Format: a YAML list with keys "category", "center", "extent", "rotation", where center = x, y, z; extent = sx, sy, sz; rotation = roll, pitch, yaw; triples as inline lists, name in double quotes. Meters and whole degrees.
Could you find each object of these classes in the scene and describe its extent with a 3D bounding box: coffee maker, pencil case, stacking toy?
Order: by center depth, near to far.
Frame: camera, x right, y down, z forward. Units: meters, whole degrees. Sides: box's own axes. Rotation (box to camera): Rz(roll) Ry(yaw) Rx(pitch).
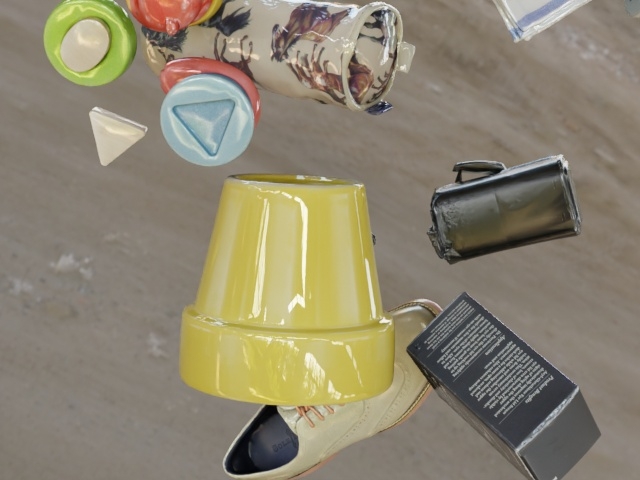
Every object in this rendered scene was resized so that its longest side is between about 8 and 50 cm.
- category: "coffee maker"
  center: [0.241, -0.031, 1.508]
  extent: [0.171, 0.178, 0.120]
  rotation: [-74, 145, -56]
- category: "stacking toy"
  center: [-0.240, -0.227, 1.610]
  extent: [0.130, 0.279, 0.309]
  rotation: [-77, 149, -66]
- category: "pencil case"
  center: [-0.075, -0.290, 1.730]
  extent: [0.410, 0.160, 0.183]
  rotation: [14, -2, 32]

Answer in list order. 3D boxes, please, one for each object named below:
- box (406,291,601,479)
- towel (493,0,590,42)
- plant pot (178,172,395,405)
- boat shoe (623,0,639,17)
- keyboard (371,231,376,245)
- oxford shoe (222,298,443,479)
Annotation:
- category: "box"
  center: [0.226, 0.187, 1.446]
  extent: [0.207, 0.108, 0.153]
  rotation: [42, -7, 36]
- category: "towel"
  center: [0.295, -0.445, 1.647]
  extent: [0.285, 0.209, 0.034]
  rotation: [60, -4, 2]
- category: "plant pot"
  center: [-0.034, 0.047, 1.371]
  extent: [0.253, 0.239, 0.254]
  rotation: [3, 8, 0]
- category: "boat shoe"
  center: [0.500, -0.365, 1.625]
  extent: [0.075, 0.083, 0.226]
  rotation: [-8, 2, -11]
- category: "keyboard"
  center: [0.000, 0.000, 2.071]
  extent: [0.201, 0.033, 0.317]
  rotation: [-19, 26, -8]
- category: "oxford shoe"
  center: [0.023, 0.228, 1.641]
  extent: [0.140, 0.397, 0.146]
  rotation: [53, 26, 18]
